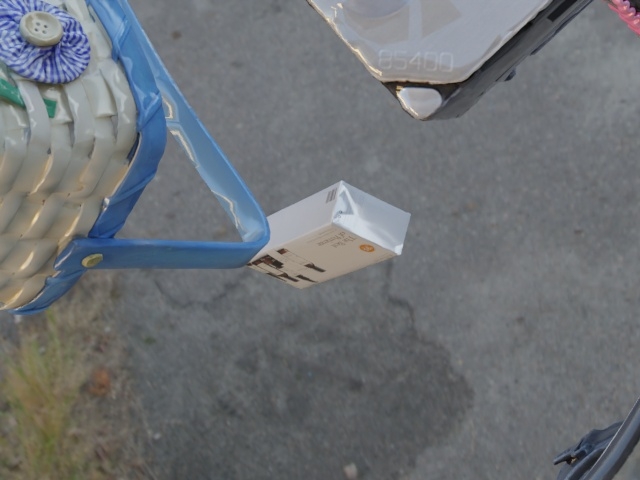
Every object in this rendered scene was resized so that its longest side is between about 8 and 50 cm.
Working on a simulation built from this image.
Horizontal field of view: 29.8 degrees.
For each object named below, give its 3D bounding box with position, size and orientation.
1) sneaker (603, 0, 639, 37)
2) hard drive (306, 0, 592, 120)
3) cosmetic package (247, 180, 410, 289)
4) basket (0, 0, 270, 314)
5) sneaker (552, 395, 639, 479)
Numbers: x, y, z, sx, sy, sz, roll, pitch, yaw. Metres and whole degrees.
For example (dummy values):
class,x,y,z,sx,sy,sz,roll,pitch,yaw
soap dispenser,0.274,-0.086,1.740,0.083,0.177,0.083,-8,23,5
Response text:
class,x,y,z,sx,sy,sz,roll,pitch,yaw
sneaker,0.233,-0.177,0.851,0.057,0.119,0.047,-48,37,14
hard drive,0.009,-0.234,0.340,0.237,0.064,0.339,-42,83,20
cosmetic package,0.000,0.000,1.456,0.239,0.099,0.060,-23,49,58
basket,-0.178,-0.080,0.729,0.201,0.289,0.254,-45,70,25
sneaker,0.138,0.060,0.350,0.226,0.163,0.086,-47,70,24
